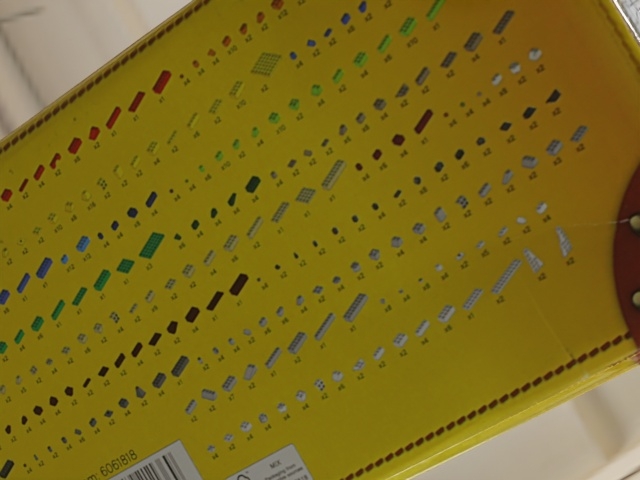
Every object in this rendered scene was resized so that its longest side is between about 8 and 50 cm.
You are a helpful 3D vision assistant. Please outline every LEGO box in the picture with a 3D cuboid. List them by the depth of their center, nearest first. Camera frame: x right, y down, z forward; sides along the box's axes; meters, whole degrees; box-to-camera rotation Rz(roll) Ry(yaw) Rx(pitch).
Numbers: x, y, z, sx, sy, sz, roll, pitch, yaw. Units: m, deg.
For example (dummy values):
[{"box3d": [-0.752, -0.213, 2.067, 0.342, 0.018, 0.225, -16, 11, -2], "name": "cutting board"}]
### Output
[{"box3d": [0.000, 0.000, 0.834, 0.500, 0.372, 0.193, -31, -91, 30], "name": "LEGO box"}]
